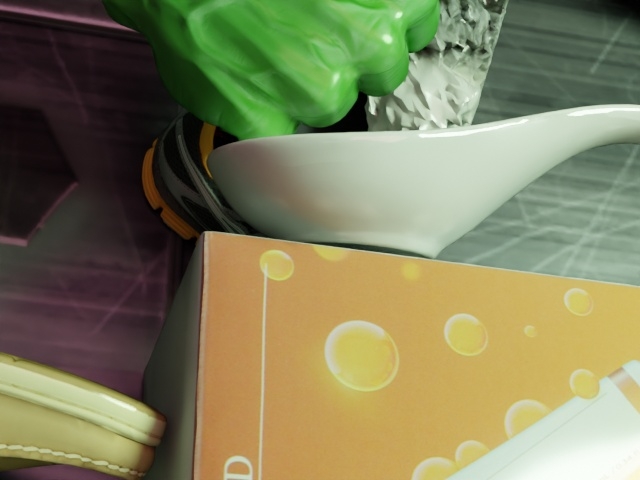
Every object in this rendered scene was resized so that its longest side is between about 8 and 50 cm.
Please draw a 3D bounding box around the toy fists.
[{"bbox_3d":[0.027,-0.165,0.831,0.142,0.096,0.279,36,76,20],"label":"toy fists"}]

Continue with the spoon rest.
[{"bbox_3d":[0.085,-0.027,0.771,0.276,0.137,0.084,7,82,-3],"label":"spoon rest"}]

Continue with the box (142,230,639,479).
[{"bbox_3d":[0.093,0.144,0.767,0.345,0.168,0.215,7,61,-12],"label":"box"}]

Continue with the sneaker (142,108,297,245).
[{"bbox_3d":[0.000,0.000,0.869,0.215,0.083,0.084,34,58,2],"label":"sneaker"}]

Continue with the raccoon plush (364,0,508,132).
[{"bbox_3d":[0.000,-0.291,0.966,0.299,0.216,0.446,17,59,2],"label":"raccoon plush"}]

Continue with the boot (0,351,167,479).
[{"bbox_3d":[-0.206,0.138,0.694,0.262,0.095,0.203,8,79,-5],"label":"boot"}]
